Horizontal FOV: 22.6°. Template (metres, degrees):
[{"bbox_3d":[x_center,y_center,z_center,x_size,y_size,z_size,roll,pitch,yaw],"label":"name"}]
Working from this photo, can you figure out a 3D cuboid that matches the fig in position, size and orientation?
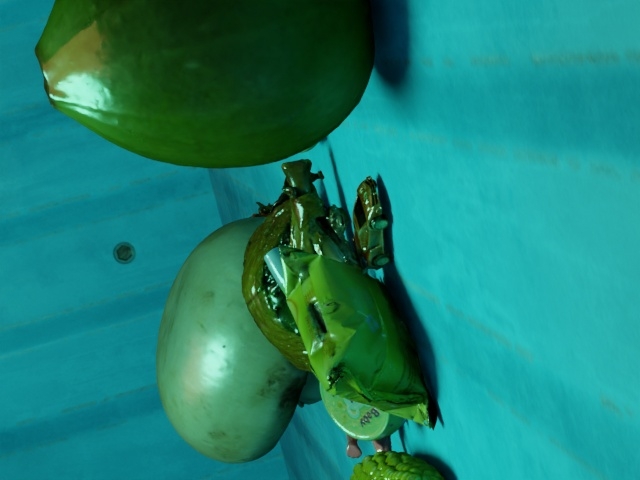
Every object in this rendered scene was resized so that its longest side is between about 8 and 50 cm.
[{"bbox_3d":[-0.108,-0.202,1.466,0.316,0.316,0.316,165,90,-82],"label":"fig"}]

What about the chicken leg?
[{"bbox_3d":[-0.002,0.000,1.962,0.101,0.085,0.207,-130,23,-74],"label":"chicken leg"}]

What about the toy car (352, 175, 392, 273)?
[{"bbox_3d":[0.053,-0.018,1.721,0.122,0.035,0.059,82,173,-54],"label":"toy car"}]

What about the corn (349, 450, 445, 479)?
[{"bbox_3d":[0.086,0.293,1.861,0.310,0.101,0.101,117,137,-81],"label":"corn"}]

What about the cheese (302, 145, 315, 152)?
[{"bbox_3d":[-0.023,-0.160,1.927,0.251,0.054,0.127,-143,39,-76],"label":"cheese"}]

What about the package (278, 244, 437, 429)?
[{"bbox_3d":[0.039,0.102,1.747,0.168,0.090,0.226,26,-149,-37],"label":"package"}]

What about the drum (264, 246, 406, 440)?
[{"bbox_3d":[0.008,0.131,1.884,0.253,0.049,0.130,44,132,23],"label":"drum"}]

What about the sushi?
[{"bbox_3d":[-0.021,0.068,2.093,0.149,0.140,0.287,-2,-107,-60],"label":"sushi"}]

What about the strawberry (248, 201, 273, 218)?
[{"bbox_3d":[-0.081,0.061,2.577,0.175,0.107,0.236,101,152,-74],"label":"strawberry"}]

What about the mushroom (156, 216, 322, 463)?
[{"bbox_3d":[-0.083,0.149,2.337,0.362,0.295,0.362,-166,90,-77],"label":"mushroom"}]

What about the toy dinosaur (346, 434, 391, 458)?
[{"bbox_3d":[0.060,0.145,1.984,0.139,0.070,0.286,-70,-27,-63],"label":"toy dinosaur"}]
